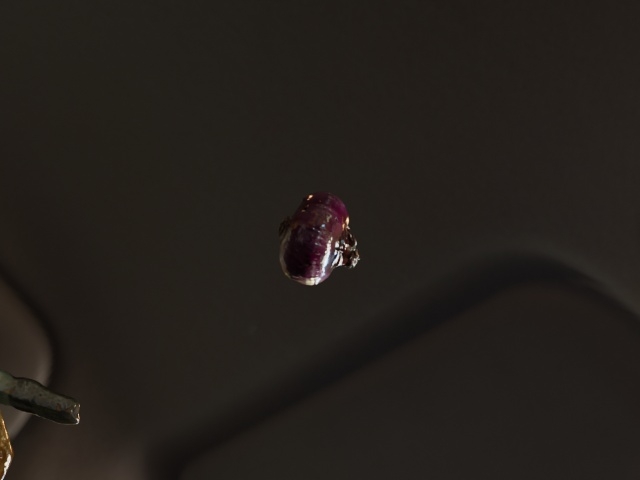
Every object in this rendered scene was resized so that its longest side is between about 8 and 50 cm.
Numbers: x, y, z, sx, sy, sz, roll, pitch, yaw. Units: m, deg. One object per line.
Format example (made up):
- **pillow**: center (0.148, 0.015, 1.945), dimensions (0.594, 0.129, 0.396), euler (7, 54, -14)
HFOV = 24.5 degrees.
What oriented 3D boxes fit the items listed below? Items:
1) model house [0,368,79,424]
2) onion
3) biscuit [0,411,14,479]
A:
- **model house**: center (-0.393, 0.179, 1.465), dimensions (0.278, 0.218, 0.205), euler (21, -37, -2)
- **onion**: center (0.000, 0.000, 1.774), dimensions (0.104, 0.115, 0.115), euler (25, -34, 11)
- **biscuit**: center (-0.576, 0.266, 1.901), dimensions (0.359, 0.359, 0.046), euler (42, -2, -13)
